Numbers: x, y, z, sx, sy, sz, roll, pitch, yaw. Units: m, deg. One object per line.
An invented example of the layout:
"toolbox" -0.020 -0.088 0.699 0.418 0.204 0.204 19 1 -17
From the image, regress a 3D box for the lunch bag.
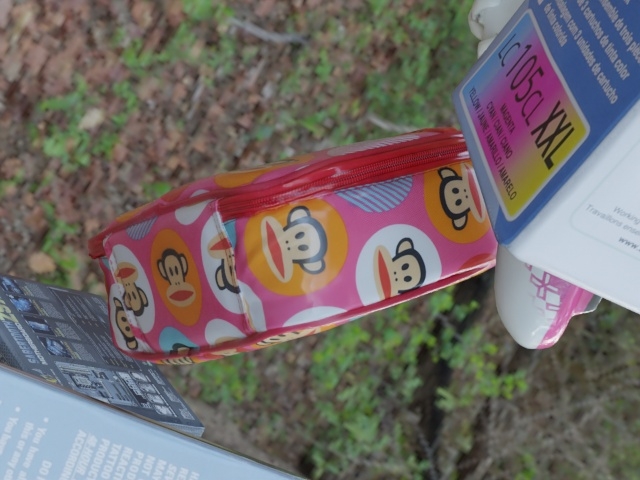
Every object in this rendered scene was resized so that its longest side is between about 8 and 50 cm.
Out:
"lunch bag" 0.000 0.000 0.938 0.258 0.120 0.293 -15 -178 -35

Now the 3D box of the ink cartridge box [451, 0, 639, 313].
"ink cartridge box" 0.287 -0.124 0.593 0.395 0.270 0.151 -51 -150 29

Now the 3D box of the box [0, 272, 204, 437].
"box" -0.240 0.118 1.227 0.183 0.233 0.059 18 108 -46

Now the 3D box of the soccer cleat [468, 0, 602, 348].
"soccer cleat" 0.138 -0.105 0.788 0.116 0.143 0.331 -66 174 -88

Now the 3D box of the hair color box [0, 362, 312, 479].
"hair color box" -0.189 0.087 0.535 0.185 0.375 0.113 -3 -116 67
